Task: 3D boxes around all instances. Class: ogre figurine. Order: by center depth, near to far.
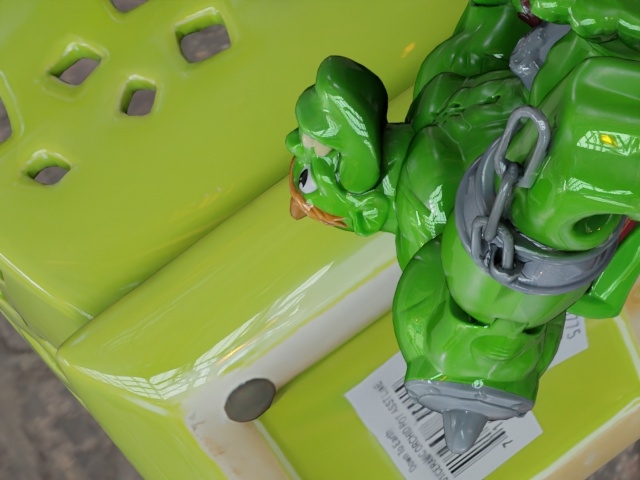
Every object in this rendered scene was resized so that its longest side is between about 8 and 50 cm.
[{"bbox_3d":[0.049,-0.035,0.412,0.097,0.197,0.118,3,129,-19],"label":"ogre figurine"}]

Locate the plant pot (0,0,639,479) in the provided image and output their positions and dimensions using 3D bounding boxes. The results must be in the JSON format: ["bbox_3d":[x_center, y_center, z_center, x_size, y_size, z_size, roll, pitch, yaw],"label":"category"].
[{"bbox_3d":[0.000,0.000,0.652,0.227,0.228,0.207,-36,46,-5],"label":"plant pot"}]
